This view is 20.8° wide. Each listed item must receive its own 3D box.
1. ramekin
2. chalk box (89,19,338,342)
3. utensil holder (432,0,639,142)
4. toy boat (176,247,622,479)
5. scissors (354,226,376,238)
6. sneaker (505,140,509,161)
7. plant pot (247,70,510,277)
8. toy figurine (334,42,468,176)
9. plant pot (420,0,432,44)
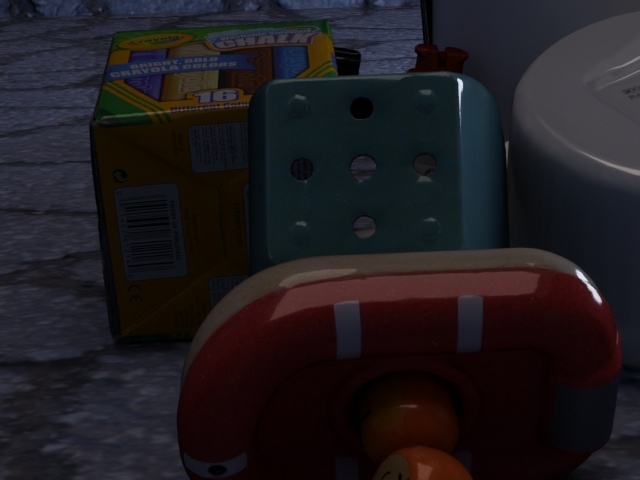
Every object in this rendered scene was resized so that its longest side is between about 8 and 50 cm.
[{"bbox_3d":[0.254,-0.046,1.170,0.277,0.135,0.277,-4,35,3],"label":"ramekin"},{"bbox_3d":[-0.071,-0.064,1.352,0.179,0.180,0.289,-3,23,0],"label":"chalk box"},{"bbox_3d":[0.262,-0.265,1.677,0.328,0.385,0.327,0,23,0],"label":"utensil holder"},{"bbox_3d":[0.043,0.099,0.885,0.231,0.151,0.151,-3,42,-1],"label":"toy boat"},{"bbox_3d":[0.000,0.000,1.492,0.109,0.021,0.297,7,17,34],"label":"scissors"},{"bbox_3d":[0.181,-0.013,1.369,0.111,0.103,0.252,7,23,23],"label":"sneaker"},{"bbox_3d":[0.034,-0.011,1.034,0.166,0.165,0.234,-2,-13,4],"label":"plant pot"},{"bbox_3d":[0.100,-0.080,1.528,0.209,0.148,0.213,22,21,39],"label":"toy figurine"},{"bbox_3d":[0.207,-0.226,2.091,0.187,0.188,0.167,-4,0,-5],"label":"plant pot"}]
